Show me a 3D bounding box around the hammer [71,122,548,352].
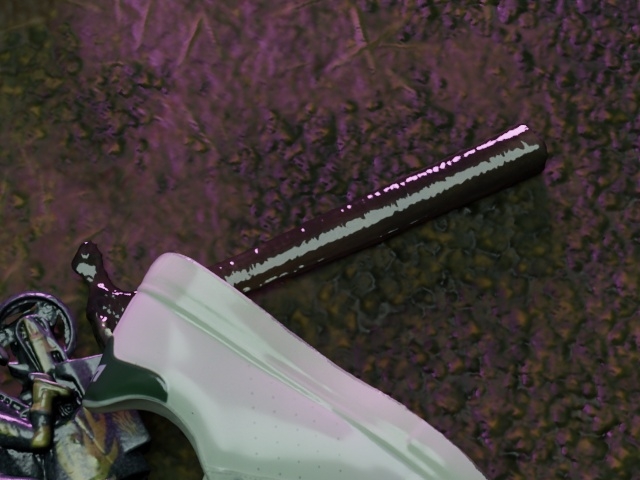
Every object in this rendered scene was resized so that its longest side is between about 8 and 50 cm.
[{"bbox_3d":[0.000,0.000,1.204,0.297,0.027,0.125,-25,71,-6],"label":"hammer"}]

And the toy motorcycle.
[{"bbox_3d":[-0.160,0.127,1.151,0.124,0.061,0.193,-33,80,-15],"label":"toy motorcycle"}]

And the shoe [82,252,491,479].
[{"bbox_3d":[-0.014,0.122,1.119,0.265,0.095,0.110,37,77,8],"label":"shoe"}]
